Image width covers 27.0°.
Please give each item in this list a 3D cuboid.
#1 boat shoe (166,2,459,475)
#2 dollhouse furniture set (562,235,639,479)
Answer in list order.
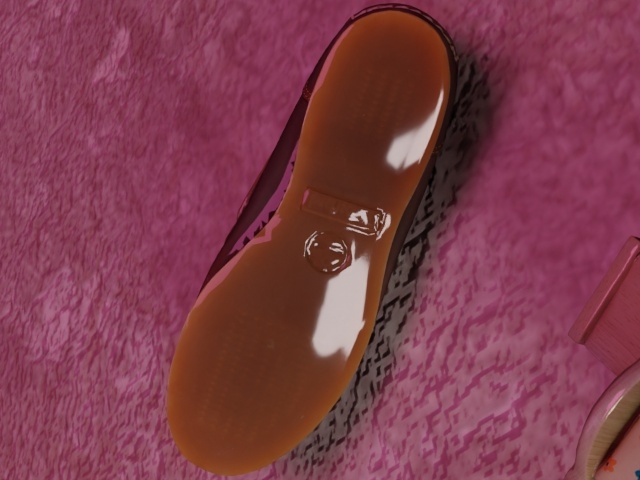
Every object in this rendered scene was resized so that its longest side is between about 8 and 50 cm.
[{"bbox_3d":[0.000,0.000,0.559,0.207,0.073,0.073,-62,4,10],"label":"boat shoe"},{"bbox_3d":[0.092,0.105,0.383,0.182,0.101,0.161,46,113,46],"label":"dollhouse furniture set"}]
